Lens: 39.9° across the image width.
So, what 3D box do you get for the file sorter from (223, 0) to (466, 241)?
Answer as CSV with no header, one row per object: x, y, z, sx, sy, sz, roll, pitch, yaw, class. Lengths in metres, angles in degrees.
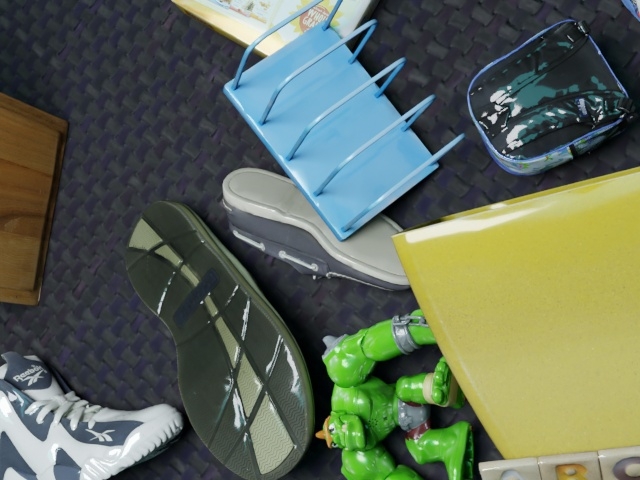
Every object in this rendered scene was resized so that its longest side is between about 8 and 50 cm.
0.022,-0.110,0.744,0.118,0.104,0.170,-37,88,-19,file sorter

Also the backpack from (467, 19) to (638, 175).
0.187,-0.110,0.738,0.114,0.084,0.105,-27,73,9,backpack

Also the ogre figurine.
0.064,0.149,0.740,0.118,0.097,0.197,-1,126,28,ogre figurine

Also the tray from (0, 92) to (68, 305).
-0.383,-0.061,0.764,0.076,0.411,0.203,6,84,20,tray

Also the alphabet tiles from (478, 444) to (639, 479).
0.249,0.207,0.630,0.237,0.198,0.009,-10,38,15,alphabet tiles

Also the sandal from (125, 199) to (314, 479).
-0.083,0.079,0.817,0.120,0.086,0.303,-42,56,16,sandal

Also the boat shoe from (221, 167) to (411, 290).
0.000,0.000,0.816,0.206,0.075,0.065,25,134,16,boat shoe

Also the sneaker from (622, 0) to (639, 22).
0.296,-0.187,0.709,0.083,0.087,0.221,-23,75,15,sneaker

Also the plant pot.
0.195,0.053,0.657,0.212,0.212,0.187,-15,90,18,plant pot

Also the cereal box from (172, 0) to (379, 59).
-0.009,-0.288,0.840,0.173,0.047,0.240,31,92,8,cereal box

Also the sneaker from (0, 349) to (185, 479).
-0.252,0.166,0.852,0.235,0.094,0.153,-27,82,25,sneaker
